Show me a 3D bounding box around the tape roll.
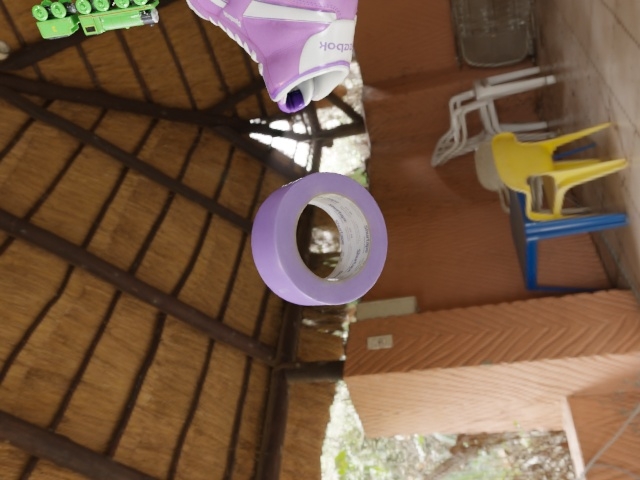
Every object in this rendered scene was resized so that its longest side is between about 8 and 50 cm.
[{"bbox_3d":[0.000,0.000,0.817,0.188,0.080,0.189,4,-98,-30],"label":"tape roll"}]

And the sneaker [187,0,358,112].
[{"bbox_3d":[-0.067,-0.222,0.604,0.282,0.102,0.161,22,119,52],"label":"sneaker"}]

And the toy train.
[{"bbox_3d":[-0.140,-0.142,0.351,0.017,0.083,0.024,-84,-14,-52],"label":"toy train"}]
